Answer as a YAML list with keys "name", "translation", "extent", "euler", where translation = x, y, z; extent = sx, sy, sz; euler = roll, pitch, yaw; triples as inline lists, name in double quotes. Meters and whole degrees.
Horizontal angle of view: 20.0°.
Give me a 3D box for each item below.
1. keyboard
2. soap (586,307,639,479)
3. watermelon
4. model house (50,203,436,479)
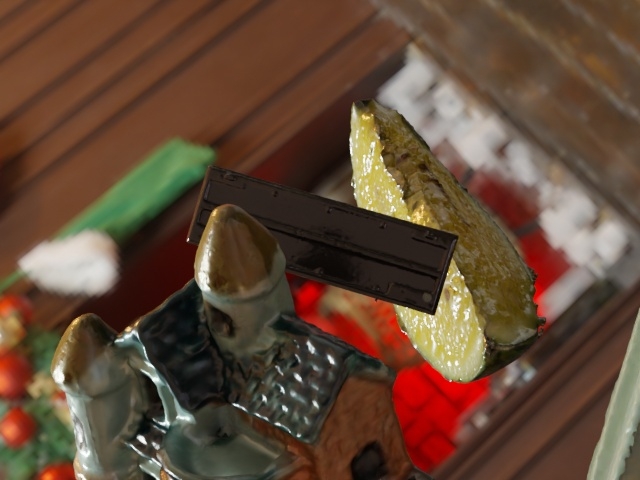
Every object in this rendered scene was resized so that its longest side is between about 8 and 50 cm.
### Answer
- name: "keyboard"
  translation: [0.000, 0.000, 1.393]
  extent: [0.202, 0.067, 0.011]
  euler: [16, 178, 8]
- name: "soap"
  translation: [0.173, 0.070, 0.708]
  extent: [0.114, 0.198, 0.063]
  euler: [16, -167, 1]
- name: "watermelon"
  translation: [0.099, 0.013, 1.497]
  extent: [0.129, 0.123, 0.301]
  euler: [54, -174, -46]
- name: "model house"
  translation: [-0.066, 0.108, 1.219]
  extent: [0.253, 0.184, 0.291]
  euler: [24, 133, 42]
